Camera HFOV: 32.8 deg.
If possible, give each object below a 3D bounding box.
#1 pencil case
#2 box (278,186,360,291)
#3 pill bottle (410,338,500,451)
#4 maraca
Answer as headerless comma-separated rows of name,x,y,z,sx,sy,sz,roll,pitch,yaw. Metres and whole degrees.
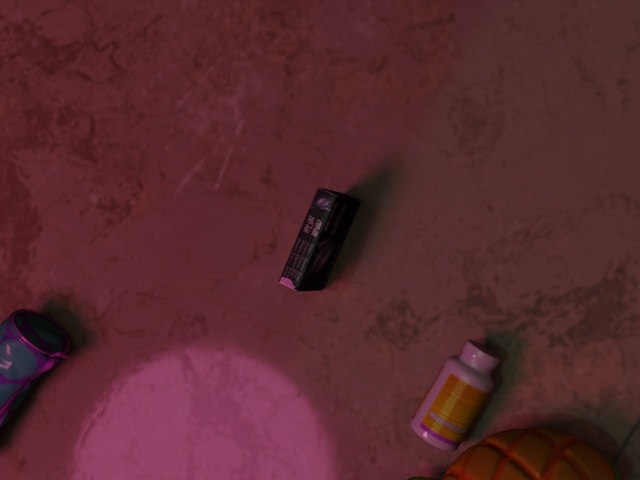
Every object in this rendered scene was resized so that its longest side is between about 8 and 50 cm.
pencil case,-0.292,0.135,0.982,0.152,0.064,0.070,-51,58,11
box,0.000,0.000,0.885,0.018,0.067,0.083,25,95,18
pill bottle,0.108,0.121,0.856,0.043,0.043,0.083,32,99,17
maraca,0.131,0.198,0.807,0.185,0.127,0.099,-17,114,11
